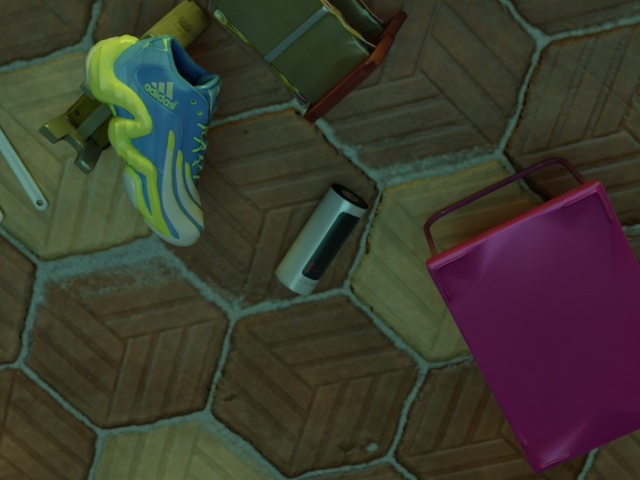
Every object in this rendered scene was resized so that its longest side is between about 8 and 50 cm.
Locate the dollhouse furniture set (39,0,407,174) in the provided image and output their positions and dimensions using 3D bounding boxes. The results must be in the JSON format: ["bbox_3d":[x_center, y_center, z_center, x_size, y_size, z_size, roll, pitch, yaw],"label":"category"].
[{"bbox_3d":[-0.113,-0.188,1.145,0.374,0.152,0.201,-36,105,31],"label":"dollhouse furniture set"}]

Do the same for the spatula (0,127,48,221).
[{"bbox_3d":[-0.454,-0.115,1.229,0.168,0.019,0.242,-26,107,4],"label":"spatula"}]

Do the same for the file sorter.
[{"bbox_3d":[0.269,0.076,1.182,0.202,0.182,0.290,-26,107,9],"label":"file sorter"}]

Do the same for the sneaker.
[{"bbox_3d":[-0.152,-0.107,1.058,0.126,0.091,0.240,-14,115,22],"label":"sneaker"}]

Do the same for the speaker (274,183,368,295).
[{"bbox_3d":[0.000,0.000,1.232,0.055,0.055,0.136,31,107,-8],"label":"speaker"}]
